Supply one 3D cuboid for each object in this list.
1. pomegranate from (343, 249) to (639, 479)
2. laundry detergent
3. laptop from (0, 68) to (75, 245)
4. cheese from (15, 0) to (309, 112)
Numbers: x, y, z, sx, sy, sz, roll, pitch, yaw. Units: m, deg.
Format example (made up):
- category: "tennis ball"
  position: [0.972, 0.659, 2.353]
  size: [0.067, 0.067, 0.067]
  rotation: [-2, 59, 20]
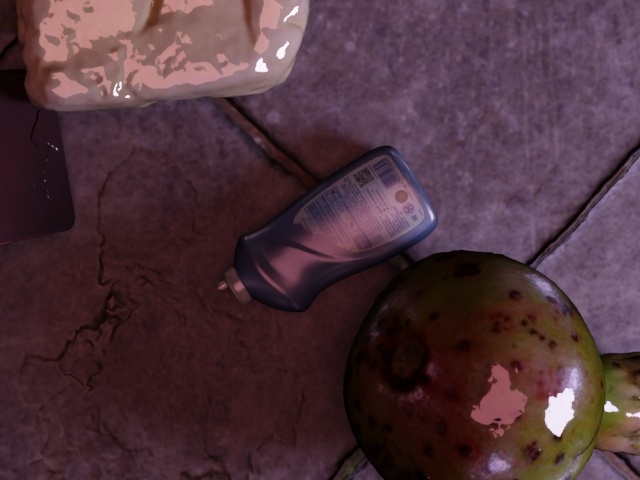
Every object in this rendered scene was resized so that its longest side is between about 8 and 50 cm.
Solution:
- category: "pomegranate"
  position: [0.163, 0.117, 1.377]
  size: [0.306, 0.242, 0.242]
  rotation: [-11, 93, -44]
- category: "laundry detergent"
  position: [0.000, 0.000, 1.421]
  size: [0.206, 0.061, 0.096]
  rotation: [-30, 95, -2]
- category: "laptop"
  position: [-0.299, -0.069, 1.345]
  size: [0.026, 0.207, 0.153]
  rotation: [-8, 94, 34]
- category: "cheese"
  position: [-0.138, -0.200, 1.390]
  size: [0.263, 0.093, 0.159]
  rotation: [-6, 94, -8]
